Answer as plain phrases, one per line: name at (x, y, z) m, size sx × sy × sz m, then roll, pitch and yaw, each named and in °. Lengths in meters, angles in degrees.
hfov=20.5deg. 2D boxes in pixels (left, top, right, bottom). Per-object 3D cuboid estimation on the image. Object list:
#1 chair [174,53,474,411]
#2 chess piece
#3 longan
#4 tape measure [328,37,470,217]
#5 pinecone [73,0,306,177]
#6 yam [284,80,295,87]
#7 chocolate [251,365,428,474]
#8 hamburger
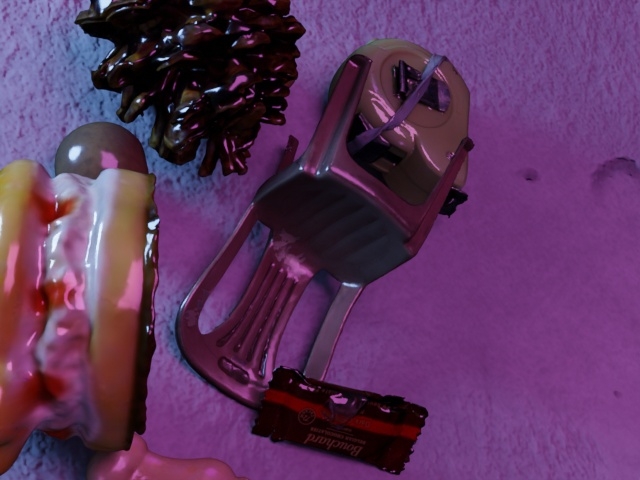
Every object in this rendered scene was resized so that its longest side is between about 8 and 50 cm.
chair at (0.000, 0.000, 1.823) m, size 0.175 × 0.183 × 0.326 m, roll 36°, pitch 51°, yaw -16°
chess piece at (-0.082, 0.279, 1.675) m, size 0.307 × 0.124 × 0.139 m, roll 36°, pitch 81°, yaw -4°
longan at (-0.218, -0.071, 1.795) m, size 0.113 × 0.092 × 0.113 m, roll 34°, pitch 27°, yaw -21°
tape measure at (0.097, -0.149, 2.015) m, size 0.175 × 0.106 × 0.200 m, roll 25°, pitch 52°, yaw -21°
pinecone at (-0.129, -0.203, 1.828) m, size 0.243 × 0.243 × 0.257 m, roll 3°, pitch 52°, yaw -29°
yam at (-0.074, -0.147, 1.960) m, size 0.032 × 0.032 × 0.145 m, roll 42°, pitch 52°, yaw -4°
chocolate at (0.021, 0.185, 1.810) m, size 0.182 × 0.086 × 0.028 m, roll 20°, pitch 11°, yaw -25°
hamburger at (-0.244, 0.076, 1.585) m, size 0.186 × 0.261 × 0.302 m, roll 2°, pitch 60°, yaw -10°
